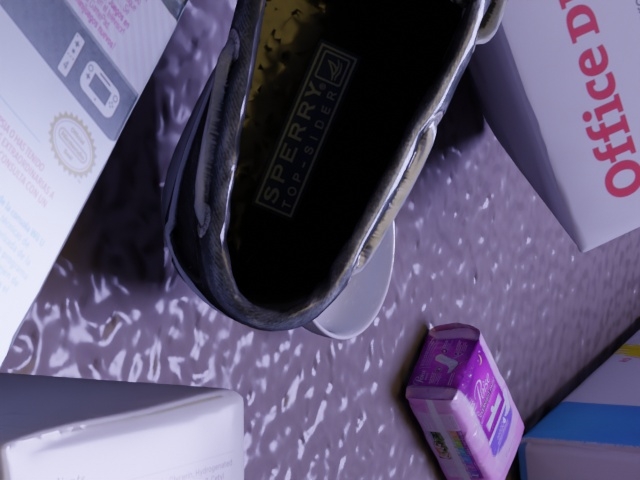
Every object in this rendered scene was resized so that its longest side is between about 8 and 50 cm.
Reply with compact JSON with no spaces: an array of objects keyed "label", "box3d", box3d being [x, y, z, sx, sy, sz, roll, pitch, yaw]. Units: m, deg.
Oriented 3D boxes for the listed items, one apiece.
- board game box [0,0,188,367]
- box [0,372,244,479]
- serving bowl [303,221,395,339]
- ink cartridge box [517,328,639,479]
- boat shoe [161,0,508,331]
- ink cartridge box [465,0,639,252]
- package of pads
[{"label":"board game box","box3d":[-0.121,-0.129,0.348,0.224,0.097,0.303,56,47,-44]},{"label":"box","box3d":[-0.088,0.086,0.399,0.102,0.101,0.087,-3,93,-58]},{"label":"serving bowl","box3d":[0.000,0.000,0.608,0.083,0.027,0.083,-3,93,-59]},{"label":"ink cartridge box","box3d":[0.269,0.171,0.885,0.270,0.197,0.198,-27,114,-55]},{"label":"boat shoe","box3d":[0.023,-0.115,0.494,0.306,0.113,0.105,-64,-171,0]},{"label":"ink cartridge box","box3d":[0.205,-0.166,0.659,0.129,0.307,0.223,-112,177,-54]},{"label":"package of pads","box3d":[0.074,0.087,0.726,0.083,0.032,0.050,63,39,-37]}]
